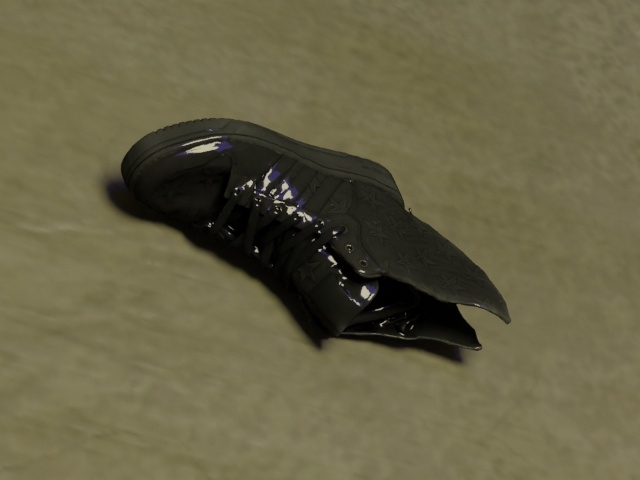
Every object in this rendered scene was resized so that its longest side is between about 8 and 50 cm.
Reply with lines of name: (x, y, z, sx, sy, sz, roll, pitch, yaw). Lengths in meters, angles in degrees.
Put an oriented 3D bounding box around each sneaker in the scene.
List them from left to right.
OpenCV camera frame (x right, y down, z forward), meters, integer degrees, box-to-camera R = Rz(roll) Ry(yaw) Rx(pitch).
sneaker: (-0.001, 0.002, 0.865, 0.170, 0.051, 0.089, 9, 45, -34)
